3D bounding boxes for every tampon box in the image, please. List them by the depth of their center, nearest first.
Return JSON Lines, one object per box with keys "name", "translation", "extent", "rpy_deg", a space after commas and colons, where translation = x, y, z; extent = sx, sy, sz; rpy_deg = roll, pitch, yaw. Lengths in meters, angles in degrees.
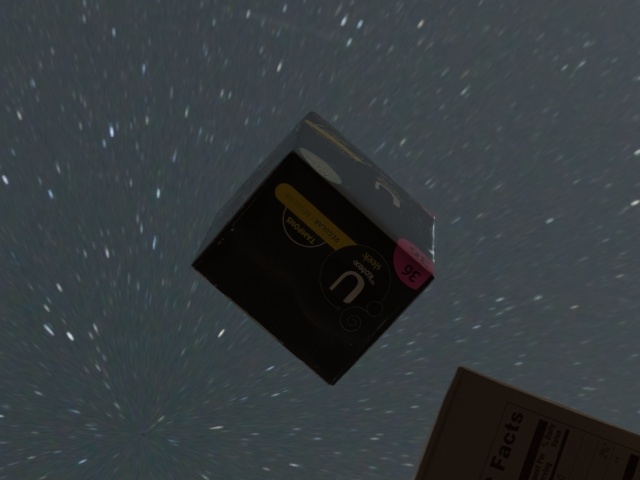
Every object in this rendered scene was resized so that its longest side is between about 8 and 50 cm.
{"name": "tampon box", "translation": [0.000, 0.000, 1.104], "extent": [0.120, 0.161, 0.101], "rpy_deg": [41, -78, -7]}

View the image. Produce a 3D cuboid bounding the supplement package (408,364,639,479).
{"name": "supplement package", "translation": [0.085, 0.197, 0.777], "extent": [0.145, 0.262, 0.204], "rpy_deg": [20, -105, 5]}
